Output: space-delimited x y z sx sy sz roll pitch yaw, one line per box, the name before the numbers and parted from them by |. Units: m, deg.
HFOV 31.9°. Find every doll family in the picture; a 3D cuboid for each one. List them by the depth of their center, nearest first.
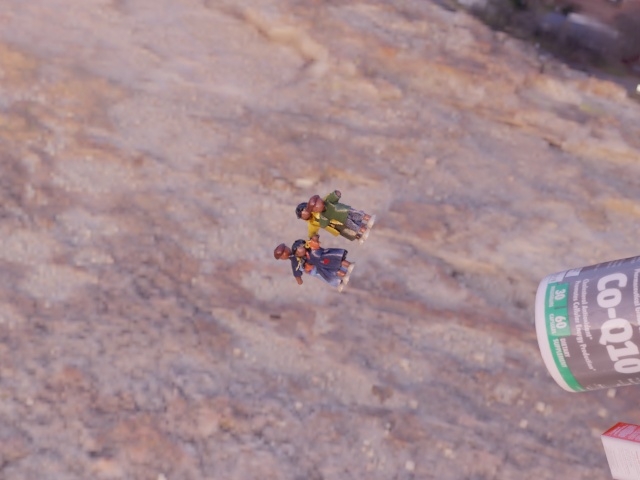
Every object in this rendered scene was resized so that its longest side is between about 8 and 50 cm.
doll family | 0.000 0.000 1.560 0.111 0.193 0.076 21 30 -2

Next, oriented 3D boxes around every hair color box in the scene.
hair color box | 0.450 0.293 1.504 0.043 0.072 0.141 -26 16 -30

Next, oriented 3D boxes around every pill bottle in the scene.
pill bottle | 0.540 0.117 1.763 0.361 0.204 0.204 -15 17 32
